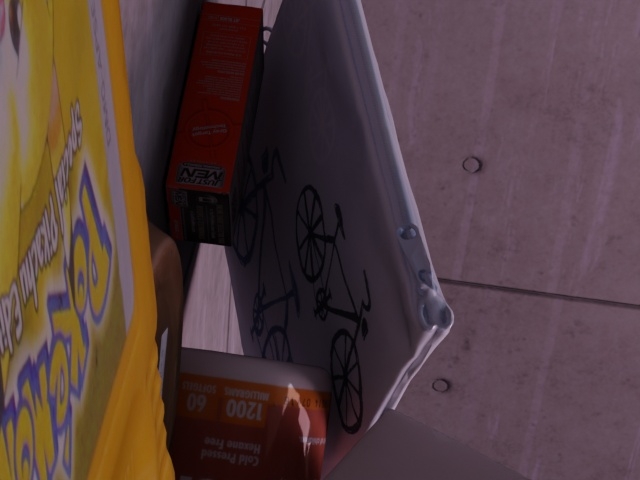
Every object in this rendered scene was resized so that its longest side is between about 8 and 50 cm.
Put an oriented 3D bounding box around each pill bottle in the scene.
[{"bbox_3d":[-0.065,0.176,1.140,0.121,0.121,0.216,65,33,-85],"label":"pill bottle"}]

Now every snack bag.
[{"bbox_3d":[0.000,0.000,1.231,0.342,0.037,0.323,114,-31,-53],"label":"snack bag"}]

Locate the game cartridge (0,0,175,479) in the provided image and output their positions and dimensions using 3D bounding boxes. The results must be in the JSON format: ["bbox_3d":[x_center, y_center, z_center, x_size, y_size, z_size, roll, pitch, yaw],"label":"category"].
[{"bbox_3d":[-0.082,0.009,0.435,0.285,0.052,0.324,-84,169,-63],"label":"game cartridge"}]

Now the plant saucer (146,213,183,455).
[{"bbox_3d":[-0.108,0.112,0.951,0.278,0.041,0.278,7,90,-87],"label":"plant saucer"}]

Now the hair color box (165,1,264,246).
[{"bbox_3d":[-0.067,-0.075,1.213,0.072,0.043,0.141,92,5,-61],"label":"hair color box"}]

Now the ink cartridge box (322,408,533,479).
[{"bbox_3d":[0.011,0.284,1.060,0.306,0.131,0.226,-46,140,-26],"label":"ink cartridge box"}]
